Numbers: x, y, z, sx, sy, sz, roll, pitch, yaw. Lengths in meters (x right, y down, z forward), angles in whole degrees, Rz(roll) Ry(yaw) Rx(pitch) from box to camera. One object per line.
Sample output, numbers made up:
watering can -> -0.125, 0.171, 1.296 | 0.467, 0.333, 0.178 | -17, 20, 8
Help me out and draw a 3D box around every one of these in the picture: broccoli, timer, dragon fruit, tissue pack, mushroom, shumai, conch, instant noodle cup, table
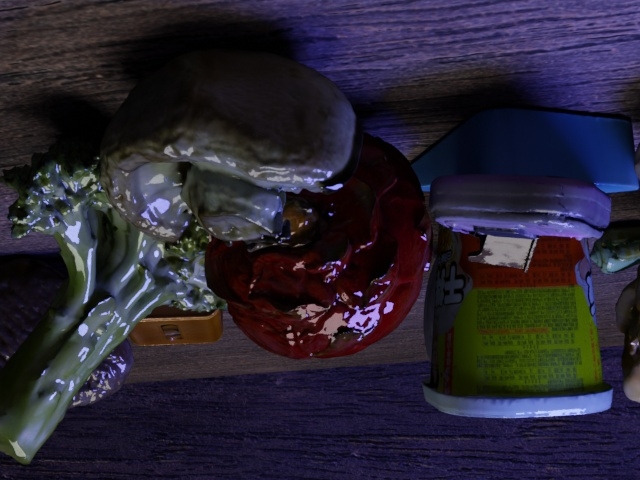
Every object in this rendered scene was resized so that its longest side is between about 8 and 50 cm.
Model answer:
broccoli -> -0.262, 0.069, 1.180 | 0.353, 0.397, 0.274 | 2, -171, -36
timer -> 0.264, -0.088, 1.237 | 0.231, 0.091, 0.250 | 2, 167, -19
dragon fruit -> 0.000, 0.000, 1.103 | 0.277, 0.278, 0.342 | -7, -179, 15
tissue pack -> -0.281, 0.105, 1.729 | 0.194, 0.145, 0.274 | 0, 164, -4
mushroom -> -0.103, -0.109, 0.926 | 0.267, 0.190, 0.164 | -3, 147, 42
shumai -> -0.507, 0.174, 1.729 | 0.346, 0.217, 0.283 | 27, 168, -4
conch -> 0.569, 0.003, 1.672 | 0.170, 0.079, 0.106 | -19, 171, -2
timer -> 0.236, -0.038, 1.093 | 0.190, 0.069, 0.208 | 3, 179, 28
instant noodle cup -> 0.290, 0.093, 1.408 | 0.293, 0.308, 0.294 | -2, 180, 0
table -> 0.244, -0.014, 1.249 | 0.082, 0.083, 0.070 | 7, 137, 2

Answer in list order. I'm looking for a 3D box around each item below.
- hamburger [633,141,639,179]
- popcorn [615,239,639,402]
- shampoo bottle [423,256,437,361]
hamburger -> 0.504, -0.100, 1.119 | 0.227, 0.152, 0.295 | -13, 168, 27
popcorn -> 0.637, 0.099, 1.379 | 0.344, 0.390, 0.354 | 19, -175, -1
shampoo bottle -> 0.336, 0.132, 1.706 | 0.266, 0.273, 0.273 | 9, 163, -10
